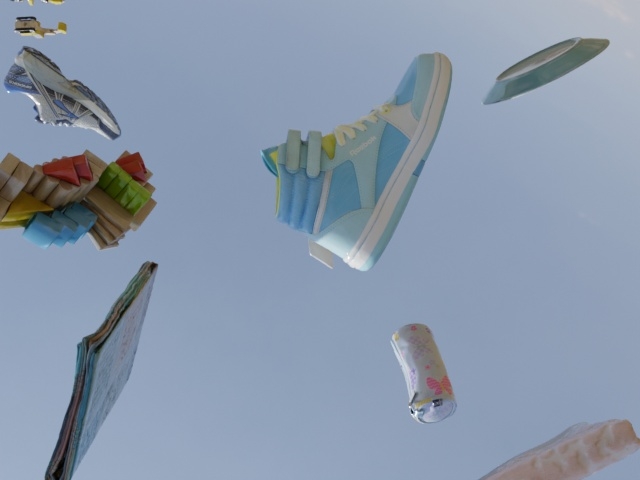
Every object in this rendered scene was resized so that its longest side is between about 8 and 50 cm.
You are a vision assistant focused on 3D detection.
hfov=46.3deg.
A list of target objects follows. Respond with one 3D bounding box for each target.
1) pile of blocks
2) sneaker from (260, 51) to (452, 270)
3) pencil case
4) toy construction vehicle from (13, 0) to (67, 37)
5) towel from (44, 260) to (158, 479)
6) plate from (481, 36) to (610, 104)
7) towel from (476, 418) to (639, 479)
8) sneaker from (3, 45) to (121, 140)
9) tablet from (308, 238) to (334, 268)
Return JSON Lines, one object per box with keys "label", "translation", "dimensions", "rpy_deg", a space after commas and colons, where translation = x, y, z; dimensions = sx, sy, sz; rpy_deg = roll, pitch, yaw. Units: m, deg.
{"label": "pile of blocks", "translation": [-0.356, -0.071, 1.142], "dimensions": [0.149, 0.112, 0.362], "rpy_deg": [53, -152, 8]}
{"label": "sneaker", "translation": [0.039, -0.139, 1.020], "dimensions": [0.208, 0.319, 0.127], "rpy_deg": [24, 177, -4]}
{"label": "pencil case", "translation": [0.272, 0.352, 1.998], "dimensions": [0.124, 0.114, 0.273], "rpy_deg": [-13, -135, 1]}
{"label": "toy construction vehicle", "translation": [-0.441, -0.359, 1.170], "dimensions": [0.098, 0.086, 0.035], "rpy_deg": [-2, 166, 8]}
{"label": "towel", "translation": [-0.361, 0.210, 1.268], "dimensions": [0.040, 0.272, 0.370], "rpy_deg": [18, -163, -4]}
{"label": "plate", "translation": [0.308, -0.244, 1.047], "dimensions": [0.024, 0.188, 0.188], "rpy_deg": [61, -153, -12]}
{"label": "towel", "translation": [0.249, 0.332, 1.011], "dimensions": [0.053, 0.331, 0.317], "rpy_deg": [62, -175, 19]}
{"label": "sneaker", "translation": [-0.273, -0.144, 0.793], "dimensions": [0.135, 0.058, 0.052], "rpy_deg": [39, -172, -37]}
{"label": "tablet", "translation": [0.000, 0.000, 1.155], "dimensions": [0.054, 0.006, 0.083], "rpy_deg": [33, -143, -37]}
